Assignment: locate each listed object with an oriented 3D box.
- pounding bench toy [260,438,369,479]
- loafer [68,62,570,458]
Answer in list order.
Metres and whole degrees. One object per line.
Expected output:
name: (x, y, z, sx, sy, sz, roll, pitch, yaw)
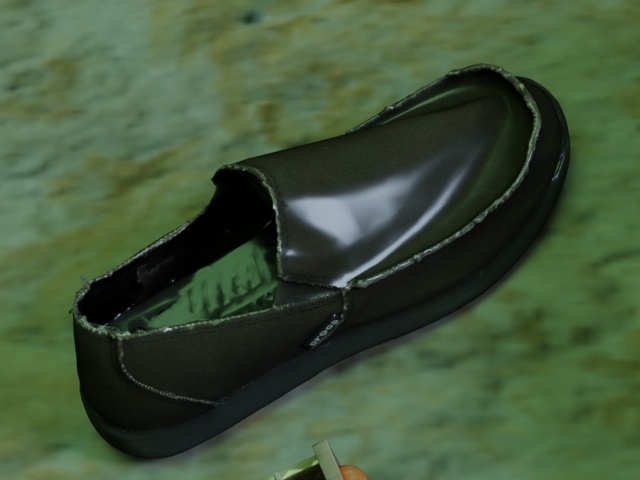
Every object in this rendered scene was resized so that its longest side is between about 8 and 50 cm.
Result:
pounding bench toy: (-0.010, 0.102, 0.675, 0.065, 0.083, 0.052, -25, 52, 1)
loafer: (0.000, 0.000, 0.745, 0.220, 0.078, 0.080, -36, 54, -8)
